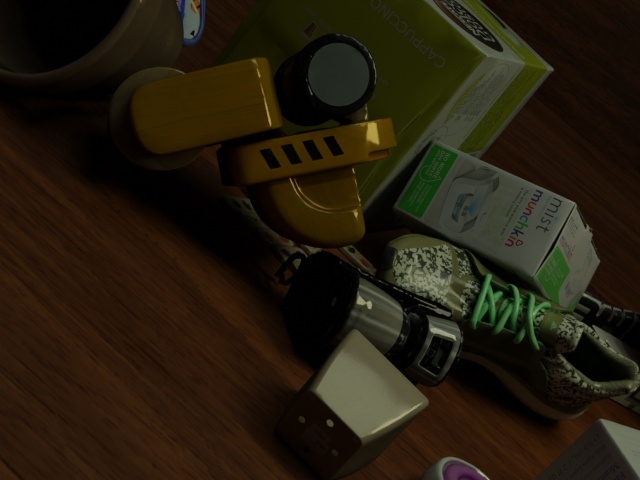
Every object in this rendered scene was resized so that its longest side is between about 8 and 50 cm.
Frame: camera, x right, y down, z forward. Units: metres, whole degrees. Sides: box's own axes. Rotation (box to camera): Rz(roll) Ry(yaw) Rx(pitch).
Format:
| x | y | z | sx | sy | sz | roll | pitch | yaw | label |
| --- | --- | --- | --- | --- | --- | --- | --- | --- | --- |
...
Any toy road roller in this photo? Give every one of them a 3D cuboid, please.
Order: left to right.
| x | y | z | sx | sy | sz | roll | pitch | yaw | label |
| --- | --- | --- | --- | --- | --- | --- | --- | --- | --- |
| -0.072 | -0.097 | 1.285 | 0.202 | 0.330 | 0.240 | -168 | -114 | -79 | toy road roller |

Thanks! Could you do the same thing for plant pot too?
| x | y | z | sx | sy | sz | roll | pitch | yaw | label |
| --- | --- | --- | --- | --- | --- | --- | --- | --- | --- |
| -0.277 | -0.277 | 1.323 | 0.263 | 0.263 | 0.229 | 49 | 5 | 20 | plant pot |
| 0.022 | 0.174 | 1.090 | 0.109 | 0.109 | 0.096 | 44 | 34 | 10 | plant pot |

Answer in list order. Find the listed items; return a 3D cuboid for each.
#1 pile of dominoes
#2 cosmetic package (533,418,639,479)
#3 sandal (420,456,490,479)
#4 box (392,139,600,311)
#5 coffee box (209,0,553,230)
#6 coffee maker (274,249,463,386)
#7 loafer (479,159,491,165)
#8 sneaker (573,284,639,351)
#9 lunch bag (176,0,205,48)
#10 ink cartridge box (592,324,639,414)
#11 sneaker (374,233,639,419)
| x | y | z | sx | sy | sz | roll | pitch | yaw | label |
| --- | --- | --- | --- | --- | --- | --- | --- | --- | --- |
| 0.000 | 0.000 | 1.459 | 0.251 | 0.040 | 0.196 | 43 | 22 | 9 | pile of dominoes |
| 0.357 | 0.331 | 1.252 | 0.151 | 0.151 | 0.183 | 21 | 27 | -38 | cosmetic package |
| 0.261 | 0.372 | 1.085 | 0.416 | 0.102 | 0.169 | 46 | 23 | 14 | sandal |
| 0.263 | -0.008 | 1.580 | 0.231 | 0.126 | 0.262 | 29 | -7 | 27 | box |
| 0.091 | -0.252 | 1.682 | 0.337 | 0.338 | 0.334 | 47 | 23 | 17 | coffee box |
| 0.060 | 0.085 | 1.288 | 0.178 | 0.120 | 0.171 | 27 | 25 | -31 | coffee maker |
| 0.319 | -0.094 | 2.066 | 0.109 | 0.095 | 0.302 | 31 | 24 | -23 | loafer |
| 0.505 | 0.129 | 1.935 | 0.281 | 0.106 | 0.162 | 31 | 21 | -19 | sneaker |
| -0.268 | -0.420 | 1.580 | 0.243 | 0.115 | 0.303 | 21 | 60 | -39 | lunch bag |
| 0.507 | 0.223 | 1.813 | 0.180 | 0.060 | 0.104 | 29 | 25 | -27 | ink cartridge box |
| 0.258 | 0.102 | 1.423 | 0.410 | 0.182 | 0.158 | 29 | 67 | -23 | sneaker |
